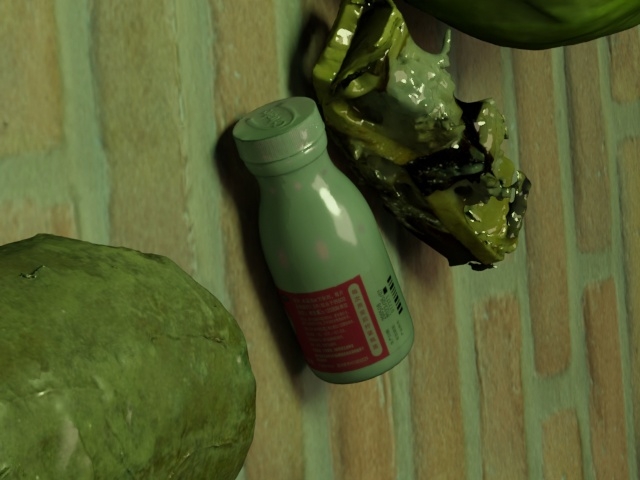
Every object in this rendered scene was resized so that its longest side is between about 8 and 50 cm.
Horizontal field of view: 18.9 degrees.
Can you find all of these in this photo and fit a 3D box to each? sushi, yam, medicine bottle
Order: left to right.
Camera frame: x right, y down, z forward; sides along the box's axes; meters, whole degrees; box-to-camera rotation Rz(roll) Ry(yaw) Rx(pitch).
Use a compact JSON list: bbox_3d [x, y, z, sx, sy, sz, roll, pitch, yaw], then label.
[{"bbox_3d":[-0.177,0.105,1.041,0.300,0.195,0.195,-22,105,-59],"label":"yam"},{"bbox_3d":[0.000,0.000,1.466,0.090,0.090,0.217,-54,131,-49],"label":"medicine bottle"},{"bbox_3d":[0.089,-0.102,1.606,0.291,0.131,0.139,45,50,-39],"label":"sushi"}]

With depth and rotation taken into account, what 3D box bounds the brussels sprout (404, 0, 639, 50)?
[{"bbox_3d":[0.189,-0.343,1.618,0.425,0.342,0.361,-7,128,-53],"label":"brussels sprout"}]
